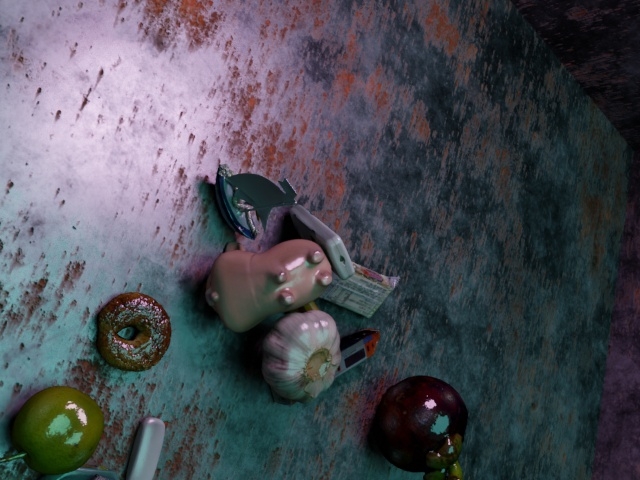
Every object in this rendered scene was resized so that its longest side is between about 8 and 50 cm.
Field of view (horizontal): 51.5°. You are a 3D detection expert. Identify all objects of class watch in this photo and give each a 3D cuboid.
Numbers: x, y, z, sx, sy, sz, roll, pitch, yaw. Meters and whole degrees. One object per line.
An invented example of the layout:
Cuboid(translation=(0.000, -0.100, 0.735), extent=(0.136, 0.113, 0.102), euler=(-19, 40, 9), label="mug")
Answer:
Cuboid(translation=(-0.537, 0.581, 1.434), extent=(0.237, 0.068, 0.195), euler=(27, 71, -42), label="watch")

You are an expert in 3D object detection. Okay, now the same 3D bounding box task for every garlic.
Cuboid(translation=(-0.070, 0.288, 1.770), extent=(0.244, 0.253, 0.245), euler=(-9, 107, -31), label="garlic")

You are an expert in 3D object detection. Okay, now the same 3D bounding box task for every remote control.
Cuboid(translation=(0.000, 0.000, 1.832), extent=(0.056, 0.296, 0.140), euler=(-29, 120, -11), label="remote control")

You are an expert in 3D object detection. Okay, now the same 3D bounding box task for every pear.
Cuboid(translation=(-0.553, 0.401, 1.355), extent=(0.216, 0.166, 0.180), euler=(-38, 110, -49), label="pear")

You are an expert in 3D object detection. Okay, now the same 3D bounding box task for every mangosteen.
Cuboid(translation=(0.336, 0.587, 2.047), extent=(0.306, 0.359, 0.306), euler=(-35, 143, -31), label="mangosteen")

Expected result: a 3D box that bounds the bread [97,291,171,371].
Cuboid(translation=(-0.434, 0.215, 1.560), extent=(0.193, 0.063, 0.194), euler=(3, 85, -39), label="bread")

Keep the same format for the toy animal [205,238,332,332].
Cuboid(translation=(-0.136, 0.102, 1.695), extent=(0.326, 0.269, 0.237), euler=(-17, 93, -29), label="toy animal")

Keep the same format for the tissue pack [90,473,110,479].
Cuboid(translation=(-0.485, 0.636, 1.387), extent=(0.235, 0.073, 0.173), euler=(-51, 124, -32), label="tissue pack")

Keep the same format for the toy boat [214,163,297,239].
Cuboid(translation=(-0.166, -0.104, 1.678), extent=(0.067, 0.291, 0.221), euler=(-35, 110, -37), label="toy boat")

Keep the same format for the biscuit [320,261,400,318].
Cuboid(translation=(0.099, 0.136, 2.004), extent=(0.309, 0.079, 0.186), euler=(24, 110, -37), label="biscuit")

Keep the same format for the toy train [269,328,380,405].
Cuboid(translation=(0.028, 0.365, 1.955), extent=(0.409, 0.086, 0.089), euler=(-20, 101, -42), label="toy train")

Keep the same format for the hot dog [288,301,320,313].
Cuboid(translation=(-0.035, 0.216, 1.907), extent=(0.236, 0.092, 0.062), euler=(61, 34, -23), label="hot dog")

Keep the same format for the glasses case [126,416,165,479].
Cuboid(translation=(-0.412, 0.502, 1.567), extent=(0.063, 0.041, 0.164), euler=(25, 69, -40), label="glasses case")
